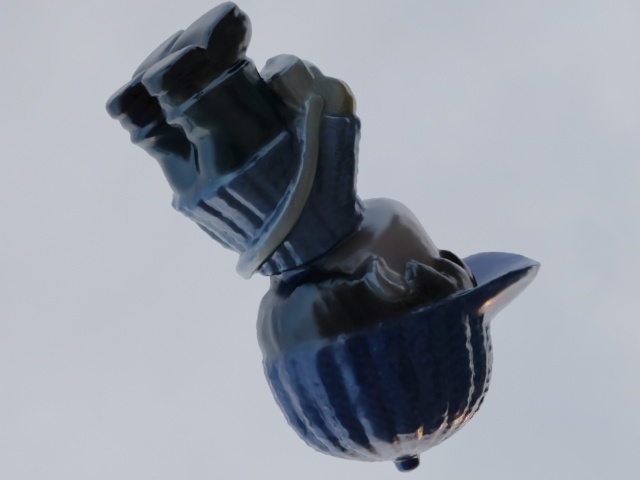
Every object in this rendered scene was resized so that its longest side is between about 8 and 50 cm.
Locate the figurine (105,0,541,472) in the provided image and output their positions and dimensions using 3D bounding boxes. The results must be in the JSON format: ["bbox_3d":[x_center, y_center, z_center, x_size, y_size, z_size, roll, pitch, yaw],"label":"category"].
[{"bbox_3d":[0.000,0.000,0.546,0.149,0.086,0.087,49,-134,-16],"label":"figurine"}]
